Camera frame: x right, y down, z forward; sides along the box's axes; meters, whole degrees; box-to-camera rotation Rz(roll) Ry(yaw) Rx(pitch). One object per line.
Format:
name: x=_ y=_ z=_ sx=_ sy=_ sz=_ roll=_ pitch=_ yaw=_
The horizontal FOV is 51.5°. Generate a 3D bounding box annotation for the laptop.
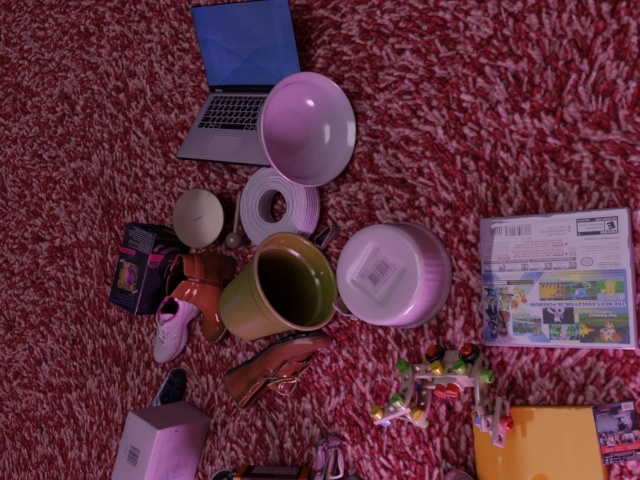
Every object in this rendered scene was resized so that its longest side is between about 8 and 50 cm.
laptop: x=-0.264 y=-0.453 z=1.922 sx=0.382 sy=0.236 sz=0.407 roll=9 pitch=66 yaw=35

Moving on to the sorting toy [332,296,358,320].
sorting toy: x=0.068 y=0.181 z=1.755 sx=0.083 sy=0.075 sz=0.044 roll=43 pitch=110 yaw=30

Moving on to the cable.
cable: x=-0.115 y=-0.095 z=1.893 sx=0.257 sy=0.089 sz=0.257 roll=-15 pitch=78 yaw=33

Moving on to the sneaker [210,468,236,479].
sneaker: x=-0.218 y=0.784 z=1.899 sx=0.292 sy=0.110 sz=0.118 roll=59 pitch=162 yaw=7

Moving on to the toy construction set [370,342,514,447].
toy construction set: x=0.287 y=0.351 z=1.519 sx=0.328 sy=0.151 sz=0.215 roll=1 pitch=49 yaw=39

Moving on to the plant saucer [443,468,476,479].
plant saucer: x=0.338 y=0.612 z=1.529 sx=0.168 sy=0.029 sz=0.168 roll=179 pitch=90 yaw=-64

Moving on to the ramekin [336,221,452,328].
ramekin: x=0.174 y=0.085 z=1.654 sx=0.277 sy=0.135 sz=0.277 roll=-3 pitch=85 yaw=34

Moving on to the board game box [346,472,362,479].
board game box: x=0.077 y=0.731 z=1.731 sx=0.136 sy=0.035 sz=0.201 roll=41 pitch=109 yaw=29

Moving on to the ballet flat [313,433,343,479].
ballet flat: x=0.020 y=0.622 z=1.737 sx=0.079 sy=0.077 sz=0.221 roll=-2 pitch=68 yaw=31

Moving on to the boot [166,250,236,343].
boot: x=-0.356 y=0.170 z=1.958 sx=0.109 sy=0.220 sz=0.283 roll=18 pitch=97 yaw=34

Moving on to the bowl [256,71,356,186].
bowl: x=-0.059 y=-0.294 z=1.782 sx=0.134 sy=0.298 sz=0.297 roll=10 pitch=92 yaw=57

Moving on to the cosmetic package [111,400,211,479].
cosmetic package: x=-0.477 y=0.626 z=2.004 sx=0.138 sy=0.225 sz=0.223 roll=20 pitch=98 yaw=31

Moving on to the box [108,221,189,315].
box: x=-0.544 y=0.091 z=2.127 sx=0.143 sy=0.165 sz=0.270 roll=21 pitch=98 yaw=33

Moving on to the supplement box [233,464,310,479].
supplement box: x=-0.127 y=0.713 z=1.769 sx=0.194 sy=0.129 sz=0.191 roll=0 pitch=86 yaw=5

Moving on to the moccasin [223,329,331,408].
moccasin: x=-0.115 y=0.359 z=1.831 sx=0.380 sy=0.139 sz=0.146 roll=-34 pitch=75 yaw=25

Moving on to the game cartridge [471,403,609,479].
game cartridge: x=0.486 y=0.527 z=1.462 sx=0.286 sy=0.053 sz=0.323 roll=-9 pitch=79 yaw=34

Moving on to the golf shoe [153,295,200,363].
golf shoe: x=-0.475 y=0.257 z=2.085 sx=0.115 sy=0.140 sz=0.306 roll=35 pitch=107 yaw=30

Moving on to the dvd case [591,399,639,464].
dvd case: x=0.617 y=0.397 z=1.374 sx=0.087 sy=0.013 sz=0.119 roll=-9 pitch=81 yaw=1

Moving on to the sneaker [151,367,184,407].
sneaker: x=-0.499 y=0.502 z=2.116 sx=0.081 sy=0.080 sz=0.211 roll=24 pitch=93 yaw=51

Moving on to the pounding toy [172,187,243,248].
pounding toy: x=-0.326 y=-0.066 z=2.036 sx=0.237 sy=0.110 sz=0.182 roll=6 pitch=92 yaw=22

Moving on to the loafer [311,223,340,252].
loafer: x=0.000 y=0.000 z=1.836 sx=0.125 sy=0.039 sz=0.045 roll=-46 pitch=64 yaw=23

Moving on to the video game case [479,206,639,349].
video game case: x=0.520 y=0.087 z=1.477 sx=0.329 sy=0.036 sz=0.299 roll=-4 pitch=84 yaw=33

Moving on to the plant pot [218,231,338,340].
plant pot: x=-0.136 y=0.153 z=1.806 sx=0.254 sy=0.276 sz=0.276 roll=-33 pitch=68 yaw=41
